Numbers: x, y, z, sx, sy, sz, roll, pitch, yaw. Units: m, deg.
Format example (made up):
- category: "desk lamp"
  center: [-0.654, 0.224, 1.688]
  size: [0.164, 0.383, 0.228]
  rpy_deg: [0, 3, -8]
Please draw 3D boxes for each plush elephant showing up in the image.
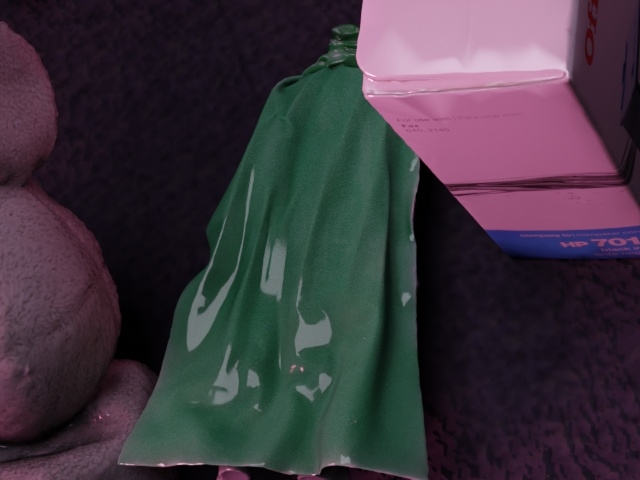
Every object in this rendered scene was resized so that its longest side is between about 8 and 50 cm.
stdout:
- category: "plush elephant"
  center: [-0.210, 0.038, 0.682]
  size: [0.330, 0.255, 0.272]
  rpy_deg: [20, 123, 59]

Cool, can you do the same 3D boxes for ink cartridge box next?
- category: "ink cartridge box"
  center: [0.090, -0.086, 0.617]
  size: [0.082, 0.190, 0.140]
  rpy_deg: [1, 72, 22]

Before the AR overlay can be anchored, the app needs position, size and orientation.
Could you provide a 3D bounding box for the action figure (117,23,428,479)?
- category: "action figure"
  center: [0.000, 0.000, 0.692]
  size: [0.137, 0.063, 0.232]
  rpy_deg: [3, 63, 16]
